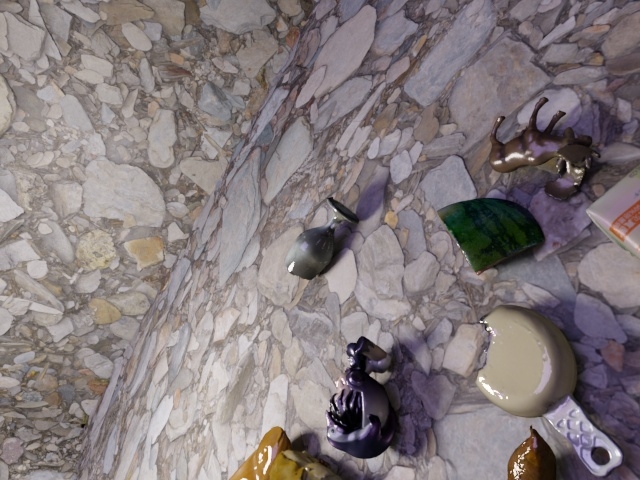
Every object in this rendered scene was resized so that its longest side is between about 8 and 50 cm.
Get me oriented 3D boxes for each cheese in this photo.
[{"bbox_3d":[0.338,0.201,0.620,0.248,0.070,0.164,27,93,59],"label":"cheese"}]

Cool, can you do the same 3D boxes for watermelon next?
[{"bbox_3d":[0.320,-0.037,0.801,0.146,0.128,0.231,-32,39,16],"label":"watermelon"}]

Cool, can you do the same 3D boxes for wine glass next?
[{"bbox_3d":[0.000,0.000,1.225,0.241,0.126,0.126,-53,33,18],"label":"wine glass"}]

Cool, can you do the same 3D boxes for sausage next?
[{"bbox_3d":[-0.166,0.619,1.052,0.354,0.116,0.134,-54,18,12],"label":"sausage"}]

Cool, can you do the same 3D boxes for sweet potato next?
[{"bbox_3d":[0.292,0.364,0.596,0.068,0.068,0.226,36,118,58],"label":"sweet potato"}]

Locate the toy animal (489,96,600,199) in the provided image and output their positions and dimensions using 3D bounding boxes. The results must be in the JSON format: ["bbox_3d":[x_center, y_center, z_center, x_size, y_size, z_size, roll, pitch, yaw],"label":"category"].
[{"bbox_3d":[0.408,-0.164,0.768,0.214,0.093,0.186,-17,50,60],"label":"toy animal"}]

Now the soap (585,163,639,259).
[{"bbox_3d":[0.482,-0.029,0.500,0.199,0.138,0.182,-49,36,23],"label":"soap"}]

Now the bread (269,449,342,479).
[{"bbox_3d":[-0.054,0.629,0.803,0.314,0.191,0.370,-6,62,56],"label":"bread"}]

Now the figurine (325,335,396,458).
[{"bbox_3d":[0.091,0.331,0.870,0.145,0.145,0.222,-24,39,48],"label":"figurine"}]
